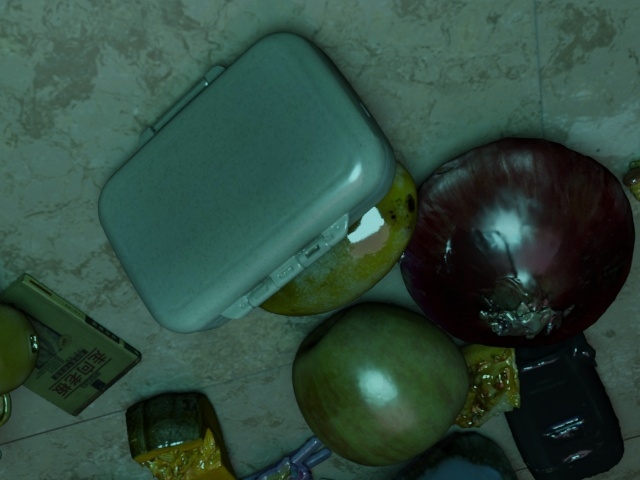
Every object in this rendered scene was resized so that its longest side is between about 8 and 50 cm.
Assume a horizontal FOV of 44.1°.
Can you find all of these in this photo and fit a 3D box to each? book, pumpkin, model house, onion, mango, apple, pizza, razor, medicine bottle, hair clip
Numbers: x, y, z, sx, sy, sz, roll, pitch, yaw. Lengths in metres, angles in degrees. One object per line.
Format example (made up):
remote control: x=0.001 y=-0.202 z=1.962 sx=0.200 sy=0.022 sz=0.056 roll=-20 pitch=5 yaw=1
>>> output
book: x=-0.416 y=0.167 z=1.218 sx=0.161 sy=0.026 sz=0.231 roll=-39 pitch=121 yaw=14
pumpkin: x=-0.230 y=0.332 z=1.312 sx=0.131 sy=0.126 sz=0.248 roll=-19 pitch=143 yaw=-8
model house: x=0.174 y=0.574 z=1.459 sx=0.360 sy=0.297 sz=0.339 roll=-25 pitch=165 yaw=-43
onion: x=0.279 y=0.036 z=1.113 sx=0.348 sy=0.285 sz=0.347 roll=3 pitch=128 yaw=4
mango: x=0.000 y=0.000 z=1.102 sx=0.316 sy=0.192 sz=0.146 roll=-35 pitch=151 yaw=25
apple: x=0.088 y=0.212 z=1.220 sx=0.257 sy=0.257 sz=0.234 roll=-40 pitch=92 yaw=14
pizza: x=0.255 y=0.251 z=1.340 sx=0.056 sy=0.134 sz=0.271 roll=-28 pitch=167 yaw=-43
razor: x=0.423 y=0.295 z=1.409 sx=0.189 sy=0.107 sz=0.327 roll=-23 pitch=118 yaw=6
medicine bottle: x=-0.101 y=-0.067 z=1.003 sx=0.375 sy=0.282 sz=0.123 roll=-39 pitch=164 yaw=19
hair clip: x=-0.105 y=0.452 z=1.421 sx=0.278 sy=0.090 sz=0.137 roll=-25 pitch=132 yaw=6

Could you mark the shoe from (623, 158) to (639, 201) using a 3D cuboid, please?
shoe: x=0.507 y=-0.110 z=1.194 sx=0.069 sy=0.072 sz=0.109 roll=26 pitch=114 yaw=-30

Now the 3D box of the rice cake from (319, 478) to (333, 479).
rice cake: x=-0.029 y=0.557 z=1.523 sx=0.057 sy=0.052 sz=0.256 roll=16 pitch=117 yaw=-17

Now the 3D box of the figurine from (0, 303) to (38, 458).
figurine: x=-0.531 y=0.162 z=1.083 sx=0.285 sy=0.167 sz=0.342 roll=-11 pitch=113 yaw=5
